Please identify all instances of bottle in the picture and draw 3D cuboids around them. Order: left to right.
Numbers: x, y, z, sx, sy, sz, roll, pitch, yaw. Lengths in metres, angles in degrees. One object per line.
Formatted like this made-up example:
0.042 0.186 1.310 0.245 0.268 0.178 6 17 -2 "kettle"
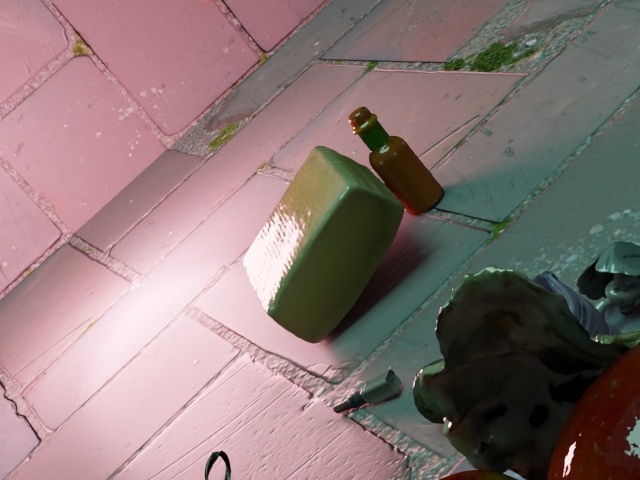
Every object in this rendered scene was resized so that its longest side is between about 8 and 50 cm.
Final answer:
0.110 -0.126 2.071 0.069 0.187 0.069 -34 19 13 "bottle"

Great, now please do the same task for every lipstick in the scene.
0.056 0.198 1.722 0.107 0.025 0.025 -32 20 37 "lipstick"

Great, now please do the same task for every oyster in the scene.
0.252 0.116 1.199 0.238 0.351 0.114 108 150 -46 "oyster"

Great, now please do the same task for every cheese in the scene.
0.000 0.000 2.017 0.242 0.124 0.265 -61 18 9 "cheese"

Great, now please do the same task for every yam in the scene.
0.181 0.167 1.503 0.179 0.078 0.078 -11 35 52 "yam"

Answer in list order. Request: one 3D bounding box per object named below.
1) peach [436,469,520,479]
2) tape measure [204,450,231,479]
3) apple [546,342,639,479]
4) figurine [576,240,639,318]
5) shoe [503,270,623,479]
0.127 0.295 1.158 0.190 0.190 0.192 -26 6 33 "peach"
-0.053 0.305 1.492 0.107 0.179 0.104 -34 5 17 "tape measure"
0.294 0.198 1.001 0.216 0.260 0.260 -40 19 -25 "apple"
0.336 0.047 1.497 0.094 0.086 0.082 -1 33 -15 "figurine"
0.230 0.147 1.373 0.095 0.137 0.245 -23 26 47 "shoe"
